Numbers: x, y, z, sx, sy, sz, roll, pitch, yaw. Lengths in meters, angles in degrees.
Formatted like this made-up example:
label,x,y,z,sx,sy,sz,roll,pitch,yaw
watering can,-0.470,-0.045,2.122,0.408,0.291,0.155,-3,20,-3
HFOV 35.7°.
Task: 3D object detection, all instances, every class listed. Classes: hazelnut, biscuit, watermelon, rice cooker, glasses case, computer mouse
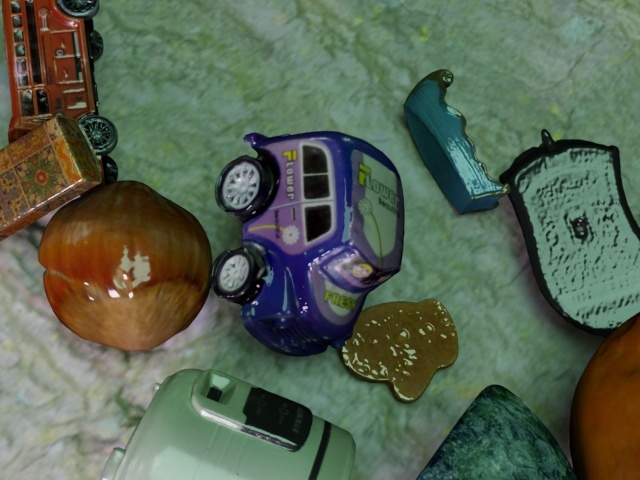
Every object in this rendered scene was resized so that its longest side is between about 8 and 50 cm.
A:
label,x,y,z,sx,sy,sz,roll,pitch,yaw
hazelnut,-0.197,0.024,1.016,0.182,0.182,0.182,4,69,-10
biscuit,0.090,0.126,1.122,0.140,0.023,0.118,-2,71,-13
watermelon,0.130,0.301,0.955,0.148,0.226,0.318,37,70,13
rice cooker,-0.079,0.247,0.932,0.244,0.226,0.226,26,67,0
glasses case,-0.330,-0.043,1.021,0.218,0.049,0.075,-28,82,16
computer mouse,0.307,-0.008,1.183,0.147,0.088,0.264,-14,77,1

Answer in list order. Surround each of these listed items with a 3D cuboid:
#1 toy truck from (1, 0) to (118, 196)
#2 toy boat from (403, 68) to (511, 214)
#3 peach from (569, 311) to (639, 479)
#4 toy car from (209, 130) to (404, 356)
label,x,y,z,sx,sy,sz,roll,pitch,yaw
toy truck,-0.291,-0.167,1.105,0.114,0.107,0.253,-6,70,-13
toy boat,0.166,-0.121,1.200,0.077,0.075,0.185,-25,73,-16
peach,0.429,0.211,0.987,0.342,0.301,0.343,6,79,-31
toy car,0.000,0.000,1.042,0.172,0.158,0.235,25,62,-50
